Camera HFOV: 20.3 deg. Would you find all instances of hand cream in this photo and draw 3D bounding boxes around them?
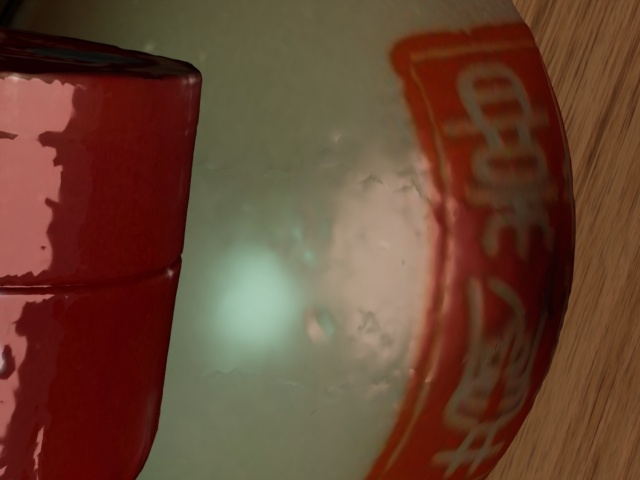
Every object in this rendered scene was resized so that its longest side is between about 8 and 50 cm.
[{"bbox_3d":[-0.155,-0.001,0.590,0.230,0.230,0.149,-13,115,-62],"label":"hand cream"}]

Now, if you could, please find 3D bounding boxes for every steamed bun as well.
[{"bbox_3d":[0.000,0.000,0.889,0.374,0.241,0.375,-28,122,-59],"label":"steamed bun"}]
